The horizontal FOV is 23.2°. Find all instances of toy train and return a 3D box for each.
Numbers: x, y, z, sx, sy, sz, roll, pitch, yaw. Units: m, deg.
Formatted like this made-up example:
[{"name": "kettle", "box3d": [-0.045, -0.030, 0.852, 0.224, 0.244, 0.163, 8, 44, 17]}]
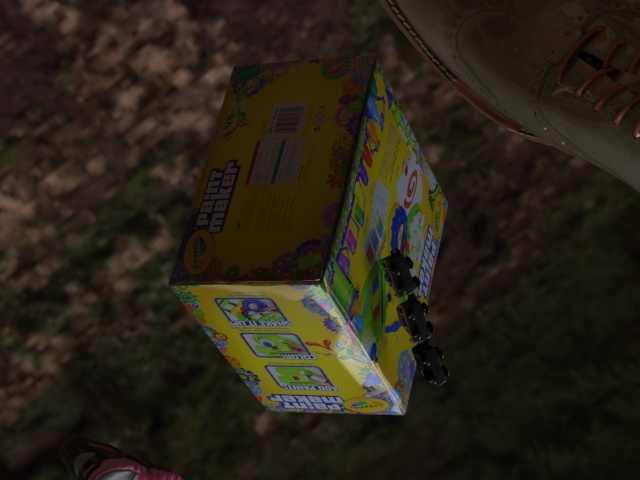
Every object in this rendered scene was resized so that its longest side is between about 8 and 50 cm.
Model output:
[{"name": "toy train", "box3d": [0.098, 0.080, 1.643, 0.027, 0.158, 0.036, -27, -162, -24]}]

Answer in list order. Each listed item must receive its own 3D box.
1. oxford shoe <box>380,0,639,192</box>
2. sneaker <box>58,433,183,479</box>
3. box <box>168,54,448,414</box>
[{"name": "oxford shoe", "box3d": [0.209, -0.107, 1.032, 0.140, 0.397, 0.146, -58, 176, 2]}, {"name": "sneaker", "box3d": [-0.133, 0.155, 1.029, 0.047, 0.057, 0.119, -52, 152, -6]}, {"name": "box", "box3d": [0.000, 0.000, 1.716, 0.177, 0.279, 0.290, -2, -125, 24]}]
